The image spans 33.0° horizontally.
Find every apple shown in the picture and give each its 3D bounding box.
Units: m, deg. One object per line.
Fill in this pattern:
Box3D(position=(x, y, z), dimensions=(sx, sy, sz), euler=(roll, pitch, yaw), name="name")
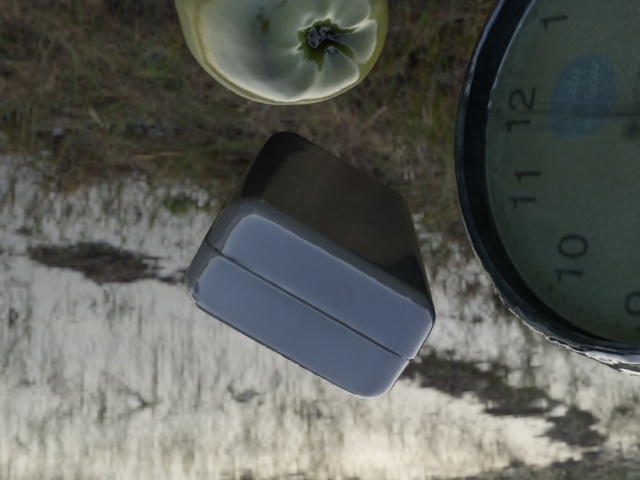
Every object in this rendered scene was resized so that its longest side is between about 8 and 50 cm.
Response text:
Box3D(position=(-0.049, -0.286, 1.311), dimensions=(0.262, 0.262, 0.262), euler=(-3, 159, -1), name="apple")

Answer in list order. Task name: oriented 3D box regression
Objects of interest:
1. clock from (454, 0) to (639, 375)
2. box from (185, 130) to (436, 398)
Box3D(position=(0.182, -0.068, 0.559), dimensions=(0.055, 0.281, 0.280), euler=(14, 153, -39), name="clock")
Box3D(position=(0.000, 0.000, 0.552), dimensions=(0.103, 0.055, 0.244), euler=(30, -169, -4), name="box")
